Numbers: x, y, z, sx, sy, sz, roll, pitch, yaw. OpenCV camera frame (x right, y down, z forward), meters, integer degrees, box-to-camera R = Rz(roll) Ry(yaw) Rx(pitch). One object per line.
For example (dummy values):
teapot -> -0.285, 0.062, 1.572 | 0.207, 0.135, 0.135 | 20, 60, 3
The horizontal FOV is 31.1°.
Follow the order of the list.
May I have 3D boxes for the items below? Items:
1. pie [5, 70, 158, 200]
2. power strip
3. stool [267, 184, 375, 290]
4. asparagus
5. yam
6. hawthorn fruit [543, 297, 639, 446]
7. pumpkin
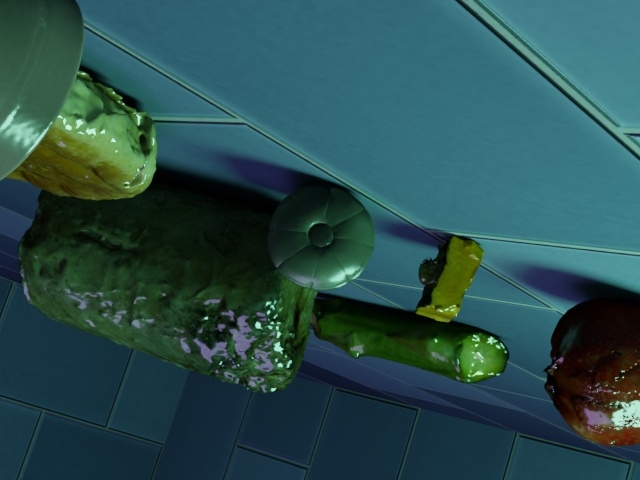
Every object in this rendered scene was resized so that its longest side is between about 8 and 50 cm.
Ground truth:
pie -> -0.293, -0.118, 0.982 | 0.339, 0.083, 0.339 | 16, 167, 4
power strip -> -0.222, -0.106, 0.705 | 0.154, 0.154, 0.078 | 8, 164, 42
stool -> 0.000, 0.000, 1.059 | 0.096, 0.096, 0.110 | 18, 175, 0
asparagus -> 0.097, 0.133, 1.623 | 0.343, 0.082, 0.085 | 12, -156, 32
yam -> -0.145, 0.036, 1.217 | 0.300, 0.195, 0.195 | 17, 169, 14
hawthorn fruit -> 0.298, 0.124, 1.091 | 0.172, 0.148, 0.148 | -4, 165, 10
pumpkin -> 0.118, 0.037, 1.095 | 0.054, 0.074, 0.083 | 24, 169, -1
